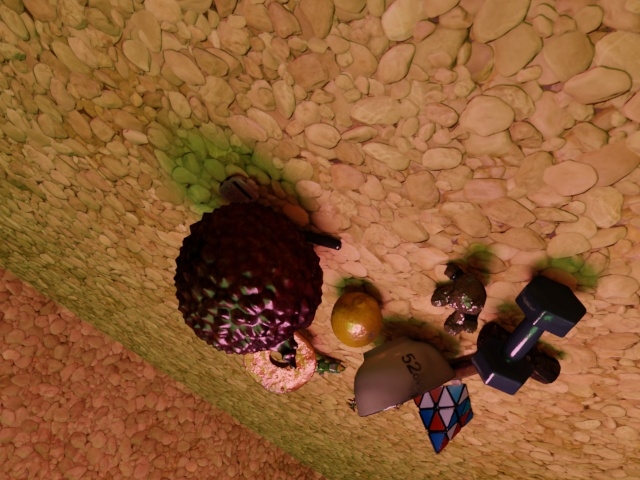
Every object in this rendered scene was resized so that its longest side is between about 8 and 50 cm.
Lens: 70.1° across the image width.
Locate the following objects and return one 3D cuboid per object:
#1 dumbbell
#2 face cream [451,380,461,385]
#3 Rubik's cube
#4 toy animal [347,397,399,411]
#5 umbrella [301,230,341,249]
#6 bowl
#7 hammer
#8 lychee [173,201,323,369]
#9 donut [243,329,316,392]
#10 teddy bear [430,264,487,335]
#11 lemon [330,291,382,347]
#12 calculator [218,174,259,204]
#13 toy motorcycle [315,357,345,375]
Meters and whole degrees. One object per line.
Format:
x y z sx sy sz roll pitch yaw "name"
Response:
0.521 0.245 1.161 0.143 0.157 0.317 5 128 -20 "dumbbell"
0.488 0.507 1.687 0.040 0.021 0.083 -15 128 42 "face cream"
0.498 0.734 1.788 0.250 0.234 0.284 42 141 -23 "Rubik's cube"
0.239 0.697 2.052 0.259 0.087 0.244 7 127 27 "toy animal"
0.000 0.001 1.336 0.132 0.031 0.036 17 135 14 "umbrella"
0.258 0.438 1.544 0.354 0.353 0.185 -46 61 53 "bowl"
0.531 0.404 1.475 0.242 0.096 0.409 30 147 -6 "hammer"
-0.185 0.133 1.284 0.424 0.424 0.501 -24 94 47 "lychee"
-0.161 0.464 1.859 0.302 0.110 0.304 0 104 0 "donut"
0.381 0.151 1.214 0.182 0.129 0.251 62 173 16 "teddy bear"
0.116 0.253 1.475 0.169 0.170 0.208 12 135 18 "lemon"
-0.230 -0.143 1.303 0.165 0.024 0.103 -16 127 46 "calculator"
0.005 0.538 1.953 0.189 0.074 0.106 10 161 -15 "toy motorcycle"
